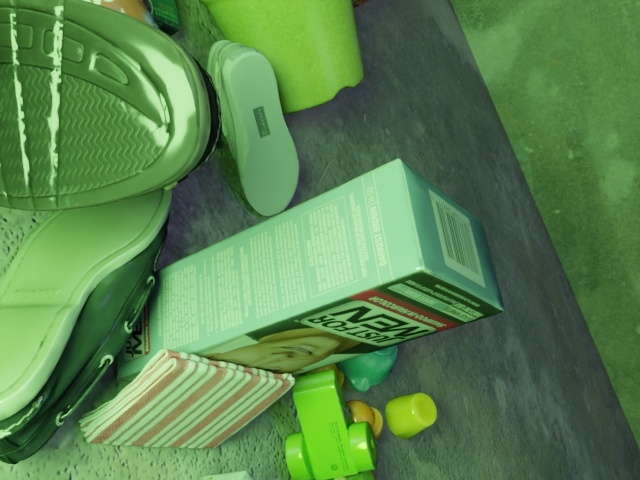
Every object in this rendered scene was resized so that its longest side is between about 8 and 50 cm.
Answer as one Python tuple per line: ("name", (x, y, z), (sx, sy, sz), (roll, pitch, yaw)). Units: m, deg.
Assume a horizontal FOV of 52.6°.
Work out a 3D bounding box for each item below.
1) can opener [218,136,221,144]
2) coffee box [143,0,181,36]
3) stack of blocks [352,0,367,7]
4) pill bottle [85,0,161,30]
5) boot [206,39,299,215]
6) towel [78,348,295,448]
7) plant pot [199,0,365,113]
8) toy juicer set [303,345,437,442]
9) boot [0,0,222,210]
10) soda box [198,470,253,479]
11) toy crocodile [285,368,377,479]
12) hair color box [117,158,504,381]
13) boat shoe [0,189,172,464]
("can opener", (-0.193, -0.194, 0.884), (0.186, 0.073, 0.059), (53, 26, -42))
("coffee box", (-0.262, -0.382, 0.894), (0.113, 0.040, 0.184), (2, 72, -57))
("stack of blocks", (0.003, -0.618, 1.321), (0.087, 0.171, 0.297), (-31, 99, -59))
("pill bottle", (-0.275, -0.278, 0.735), (0.216, 0.121, 0.121), (60, 32, -13))
("boot", (-0.104, -0.172, 0.975), (0.123, 0.095, 0.258), (-134, -148, -53))
("towel", (-0.134, 0.172, 0.691), (0.197, 0.144, 0.029), (26, 30, -50))
("plant pot", (-0.050, -0.351, 1.033), (0.254, 0.276, 0.276), (69, 29, -25))
("toy juicer set", (0.042, 0.173, 1.041), (0.209, 0.089, 0.329), (-7, 68, -38))
("boot", (-0.195, -0.098, 0.550), (0.284, 0.377, 0.138), (-13, 101, -65))
("soda box", (-0.130, 0.343, 0.660), (0.069, 0.074, 0.216), (59, 33, -18))
("toy crocodile", (0.041, 0.340, 0.897), (0.105, 0.115, 0.340), (-40, 111, -77))
("hair color box", (-0.023, 0.063, 0.692), (0.185, 0.374, 0.113), (25, 50, -50))
("boat shoe", (-0.229, 0.063, 0.634), (0.340, 0.127, 0.113), (-80, 167, -53))
